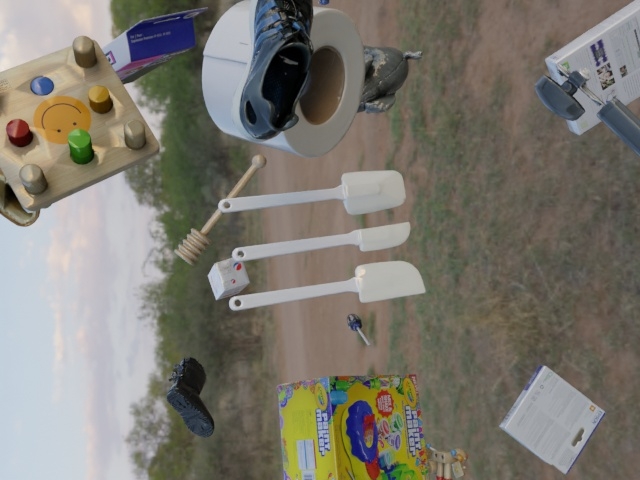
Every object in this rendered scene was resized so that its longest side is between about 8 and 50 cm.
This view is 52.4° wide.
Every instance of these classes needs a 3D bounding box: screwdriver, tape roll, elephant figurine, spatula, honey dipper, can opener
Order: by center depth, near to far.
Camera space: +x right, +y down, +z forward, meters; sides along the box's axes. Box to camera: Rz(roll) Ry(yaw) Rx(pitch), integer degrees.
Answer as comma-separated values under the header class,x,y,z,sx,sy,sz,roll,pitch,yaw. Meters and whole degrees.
class,x,y,z,sx,sy,sz,roll,pitch,yaw
honey dipper,-0.118,-0.040,0.800,0.161,0.030,0.030,-52,5,-7
spatula,0.000,0.000,0.802,0.019,0.241,0.168,132,130,-77
screwdriver,0.059,0.138,1.015,0.025,0.024,0.170,48,180,-4
tape roll,-0.058,-0.278,1.112,0.169,0.246,0.246,20,120,33
can opener,0.519,-0.218,1.178,0.093,0.280,0.074,-52,-13,27
elephant figurine,0.110,-0.366,1.581,0.239,0.169,0.186,-54,-13,-42

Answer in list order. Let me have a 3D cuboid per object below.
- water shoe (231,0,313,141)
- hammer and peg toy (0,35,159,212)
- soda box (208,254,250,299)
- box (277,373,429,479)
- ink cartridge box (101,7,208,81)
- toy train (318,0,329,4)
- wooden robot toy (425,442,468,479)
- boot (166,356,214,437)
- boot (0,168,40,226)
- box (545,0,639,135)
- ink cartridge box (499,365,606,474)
class,x,y,z,sx,sy,sz,roll,pitch,yaw
water shoe,-0.031,-0.198,0.662,0.080,0.073,0.203,0,78,52
hammer and peg toy,-0.497,-0.188,1.112,0.266,0.361,0.127,58,159,9
soda box,-0.233,0.096,1.630,0.216,0.069,0.074,141,110,-73
box,0.074,0.449,1.421,0.177,0.279,0.290,-22,68,45
ink cartridge box,-0.404,-0.406,1.421,0.370,0.175,0.069,-12,105,46
toy train,0.033,-0.689,1.778,0.158,0.027,0.036,-26,76,64
wooden robot toy,0.288,0.490,1.438,0.173,0.079,0.076,164,106,-63
boot,-0.220,0.272,1.142,0.121,0.045,0.099,55,-163,-21
boot,-0.633,-0.158,1.285,0.236,0.089,0.269,44,-177,-23
box,0.760,-0.455,1.679,0.232,0.322,0.058,56,-176,-32
ink cartridge box,0.665,0.512,1.862,0.223,0.224,0.045,-52,-1,-10
